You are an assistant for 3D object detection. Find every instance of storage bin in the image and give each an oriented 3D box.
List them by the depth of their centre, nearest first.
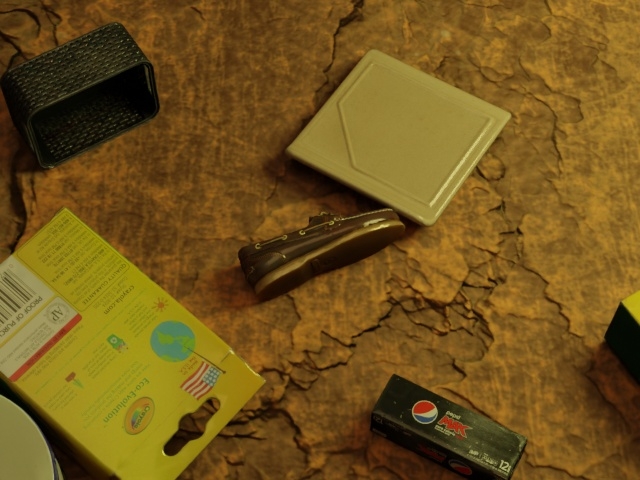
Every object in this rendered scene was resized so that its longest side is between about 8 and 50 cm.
[{"bbox_3d":[-0.312,-0.190,1.572,0.180,0.122,0.084,-29,62,-18],"label":"storage bin"}]

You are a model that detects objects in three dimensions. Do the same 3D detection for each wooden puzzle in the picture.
[{"bbox_3d":[0.104,-0.136,1.591,0.221,0.044,0.238,29,57,17],"label":"wooden puzzle"}]

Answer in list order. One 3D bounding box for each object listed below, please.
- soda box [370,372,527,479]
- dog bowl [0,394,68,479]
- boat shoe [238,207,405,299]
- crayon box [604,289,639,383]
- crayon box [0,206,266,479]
[{"bbox_3d":[0.142,0.217,1.352,0.169,0.053,0.060,25,60,15],"label":"soda box"},{"bbox_3d":[-0.401,0.290,1.275,0.265,0.104,0.265,0,58,0],"label":"dog bowl"},{"bbox_3d":[0.000,0.000,1.480,0.207,0.073,0.073,-21,63,-13],"label":"boat shoe"},{"bbox_3d":[0.571,0.132,1.377,0.363,0.106,0.313,-26,62,-15],"label":"crayon box"},{"bbox_3d":[-0.247,0.138,1.367,0.318,0.081,0.202,40,64,11],"label":"crayon box"}]
